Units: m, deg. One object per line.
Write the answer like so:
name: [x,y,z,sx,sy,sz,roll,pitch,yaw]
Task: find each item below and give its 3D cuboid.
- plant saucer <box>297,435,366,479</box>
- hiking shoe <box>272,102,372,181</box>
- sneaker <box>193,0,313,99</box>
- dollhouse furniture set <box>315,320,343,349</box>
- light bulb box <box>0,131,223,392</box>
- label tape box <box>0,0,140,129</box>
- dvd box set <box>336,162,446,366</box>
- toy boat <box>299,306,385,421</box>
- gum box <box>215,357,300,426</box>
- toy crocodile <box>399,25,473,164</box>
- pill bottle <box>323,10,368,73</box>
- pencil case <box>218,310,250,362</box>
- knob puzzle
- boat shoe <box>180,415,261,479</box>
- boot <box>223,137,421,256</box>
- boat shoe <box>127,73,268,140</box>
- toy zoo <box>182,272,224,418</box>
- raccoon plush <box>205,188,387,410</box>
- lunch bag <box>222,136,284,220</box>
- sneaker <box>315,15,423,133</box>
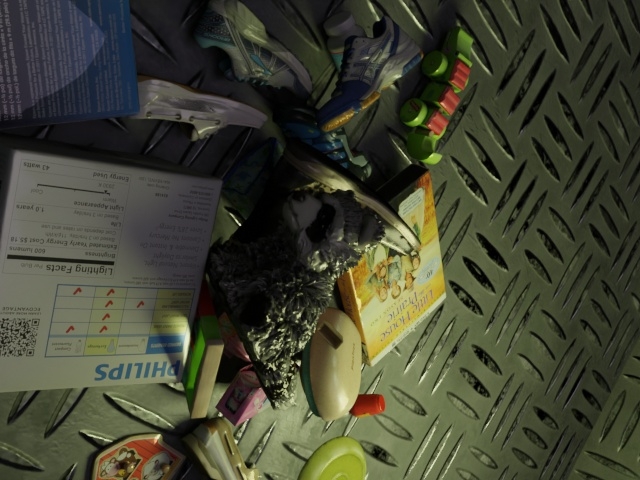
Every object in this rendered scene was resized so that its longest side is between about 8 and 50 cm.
plant saucer: [0.038,0.626,1.889,0.241,0.037,0.241,-14,112,-37]
hiking shoe: [0.002,-0.174,1.542,0.304,0.113,0.132,37,68,-42]
sneaker: [-0.131,-0.349,1.410,0.122,0.110,0.283,-49,129,5]
dollhouse furniture set: [0.003,0.180,1.555,0.091,0.114,0.081,-51,169,31]
light bulb box: [-0.393,0.033,1.196,0.357,0.225,0.361,6,100,-42]
label tape box: [-0.464,-0.302,1.109,0.347,0.115,0.249,-14,112,-35]
dvd box set: [0.172,0.066,1.770,0.307,0.062,0.420,-37,133,-27]
toy boat: [0.033,0.327,1.708,0.268,0.148,0.318,-81,151,-42]
gum box: [-0.133,0.312,1.556,0.107,0.062,0.188,-58,161,20]
toy crocodile: [0.290,-0.348,1.757,0.115,0.105,0.341,28,84,-43]
pill bottle: [0.067,-0.400,1.557,0.087,0.087,0.160,-46,128,-21]
pencil case: [-0.107,0.130,1.557,0.284,0.124,0.124,-49,130,-17]
knob puzzle: [-0.381,0.477,1.480,0.213,0.030,0.213,-14,112,-37]
boat shoe: [-0.178,0.520,1.575,0.103,0.113,0.302,-35,106,-28]
boot: [0.000,0.000,1.460,0.377,0.138,0.284,32,102,-38]
boat shoe: [-0.228,-0.231,1.351,0.277,0.098,0.096,9,98,-33]
toy zoo: [-0.236,0.150,1.348,0.030,0.293,0.192,1,130,-23]
raccoon plush: [-0.026,0.092,1.351,0.299,0.216,0.446,-28,147,-13]
lunch bag: [-0.108,-0.116,1.491,0.151,0.096,0.129,-56,138,-22]
sneaker: [0.071,-0.333,1.465,0.131,0.112,0.296,49,63,-9]
